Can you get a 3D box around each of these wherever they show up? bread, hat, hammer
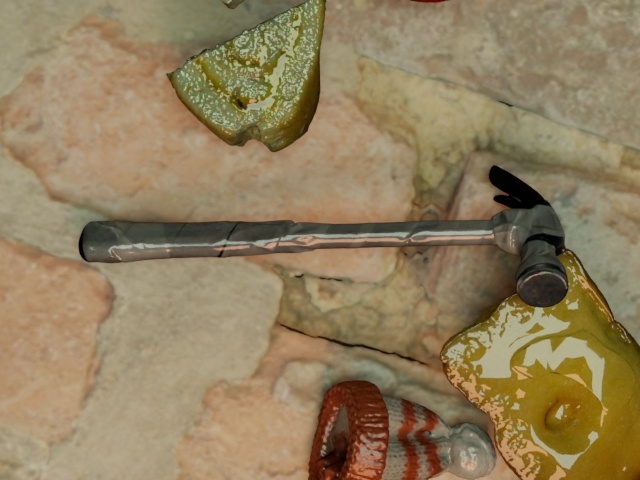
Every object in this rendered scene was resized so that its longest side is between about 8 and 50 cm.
[{"bbox_3d":[0.220,0.136,1.289,0.161,0.088,0.233,-35,98,1],"label":"bread"},{"bbox_3d":[0.080,0.188,1.284,0.162,0.093,0.112,7,102,-25],"label":"hat"},{"bbox_3d":[0.000,0.001,1.244,0.427,0.152,0.044,-2,130,-1],"label":"hammer"},{"bbox_3d":[-0.042,-0.138,1.236,0.156,0.103,0.110,-29,90,2],"label":"bread"}]

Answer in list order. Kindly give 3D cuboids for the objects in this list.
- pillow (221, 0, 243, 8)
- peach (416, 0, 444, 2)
[{"bbox_3d":[-0.044,-0.368,1.208,0.281,0.076,0.274,-38,72,-4],"label":"pillow"},{"bbox_3d":[0.107,-0.274,1.242,0.151,0.118,0.151,5,57,-8],"label":"peach"}]
